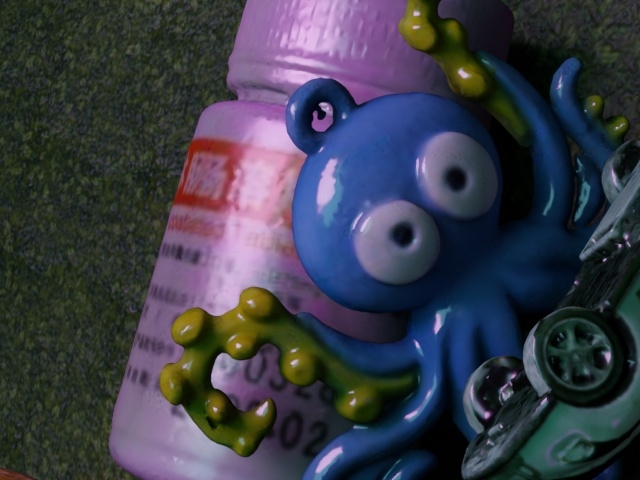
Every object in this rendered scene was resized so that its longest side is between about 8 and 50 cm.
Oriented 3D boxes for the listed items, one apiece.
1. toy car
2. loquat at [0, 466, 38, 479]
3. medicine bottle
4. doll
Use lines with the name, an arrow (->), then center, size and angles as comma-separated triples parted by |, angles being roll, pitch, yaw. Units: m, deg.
toy car -> 0.196, 0.031, 0.889 | 0.306, 0.125, 0.136 | -56, 0, -22
loquat -> -0.258, 0.324, 1.175 | 0.359, 0.328, 0.328 | -20, 64, 19
medicine bottle -> 0.000, 0.000, 1.107 | 0.219, 0.219, 0.388 | 14, 87, 42
doll -> 0.086, 0.038, 0.971 | 0.346, 0.341, 0.099 | -45, 11, -9
